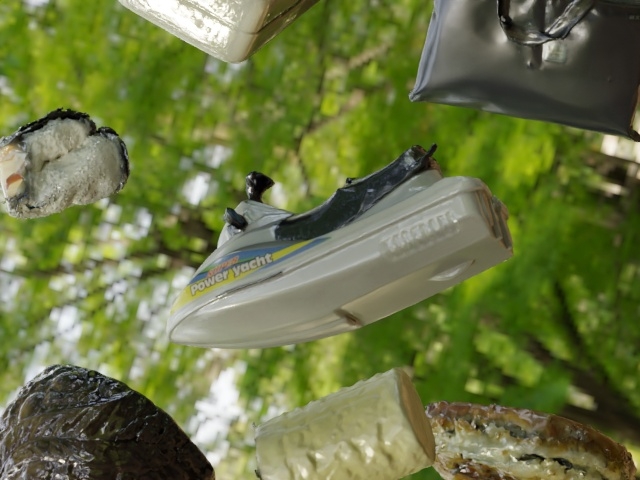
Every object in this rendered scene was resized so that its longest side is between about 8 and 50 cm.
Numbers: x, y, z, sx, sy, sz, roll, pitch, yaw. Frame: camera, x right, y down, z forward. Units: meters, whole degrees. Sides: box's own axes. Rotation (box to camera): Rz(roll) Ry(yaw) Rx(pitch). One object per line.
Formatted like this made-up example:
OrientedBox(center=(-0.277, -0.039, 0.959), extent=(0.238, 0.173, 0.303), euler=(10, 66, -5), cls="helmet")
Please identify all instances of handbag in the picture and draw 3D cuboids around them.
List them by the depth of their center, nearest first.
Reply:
OrientedBox(center=(0.228, -0.218, 1.709), extent=(0.089, 0.254, 0.211), euler=(-64, -17, -58), cls="handbag")

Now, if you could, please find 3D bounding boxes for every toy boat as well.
OrientedBox(center=(0.007, 0.004, 1.246), extent=(0.141, 0.269, 0.141), euler=(-11, -90, -75), cls="toy boat")

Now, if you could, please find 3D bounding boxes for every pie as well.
OrientedBox(center=(0.251, 0.268, 1.992), extent=(0.308, 0.308, 0.085), euler=(90, -164, -73), cls="pie")

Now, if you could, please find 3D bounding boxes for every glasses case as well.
OrientedBox(center=(-0.069, -0.255, 1.514), extent=(0.070, 0.131, 0.313), euler=(-63, -5, 27), cls="glasses case")

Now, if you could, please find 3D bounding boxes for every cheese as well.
OrientedBox(center=(0.024, 0.202, 1.635), extent=(0.123, 0.167, 0.094), euler=(-94, -21, -67), cls="cheese")

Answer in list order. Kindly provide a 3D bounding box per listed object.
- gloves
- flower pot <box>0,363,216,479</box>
OrientedBox(center=(-0.292, -0.087, 1.848), extent=(0.070, 0.153, 0.114), euler=(108, 143, -70), cls="gloves")
OrientedBox(center=(-0.287, 0.316, 1.825), extent=(0.267, 0.266, 0.266), euler=(-52, -16, -31), cls="flower pot")
